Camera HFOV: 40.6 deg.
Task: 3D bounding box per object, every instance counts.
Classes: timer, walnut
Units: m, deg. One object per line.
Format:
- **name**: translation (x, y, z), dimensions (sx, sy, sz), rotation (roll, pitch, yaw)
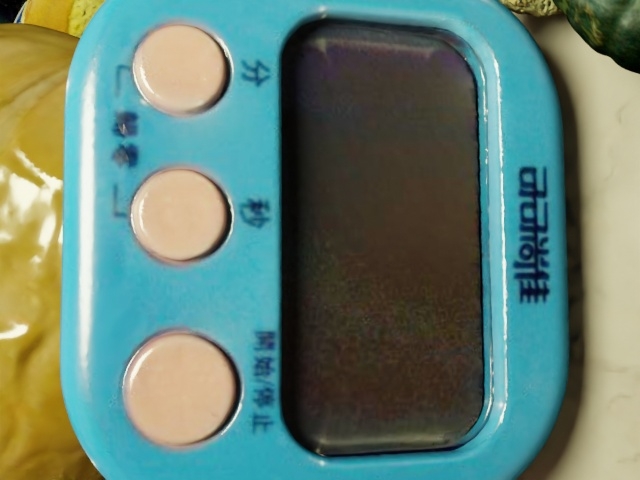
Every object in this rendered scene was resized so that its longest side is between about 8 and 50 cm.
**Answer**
- **timer**: translation (0.000, 0.000, 0.540), dimensions (0.115, 0.309, 0.340), rotation (161, 109, -75)
- **walnut**: translation (-0.235, 0.031, 0.704), dimensions (0.354, 0.308, 0.398), rotation (26, 104, 22)

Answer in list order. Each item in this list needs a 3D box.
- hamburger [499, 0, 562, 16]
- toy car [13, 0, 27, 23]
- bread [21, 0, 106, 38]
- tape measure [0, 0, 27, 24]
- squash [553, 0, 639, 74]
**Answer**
- **hamburger**: translation (0.140, -0.235, 0.572), dimensions (0.102, 0.087, 0.176), rotation (22, 105, 58)
- **toy car**: translation (-0.293, -0.202, 0.943), dimensions (0.080, 0.070, 0.171), rotation (-6, 83, 41)
- **bread**: translation (-0.151, -0.256, 0.778), dimensions (0.288, 0.152, 0.119), rotation (-44, 37, 28)
- **tape measure**: translation (-0.421, -0.254, 1.034), dimensions (0.199, 0.112, 0.186), rotation (38, 108, 35)
- **squash**: translation (0.210, -0.188, 0.443), dimensions (0.218, 0.172, 0.218), rotation (-1, 88, 41)
